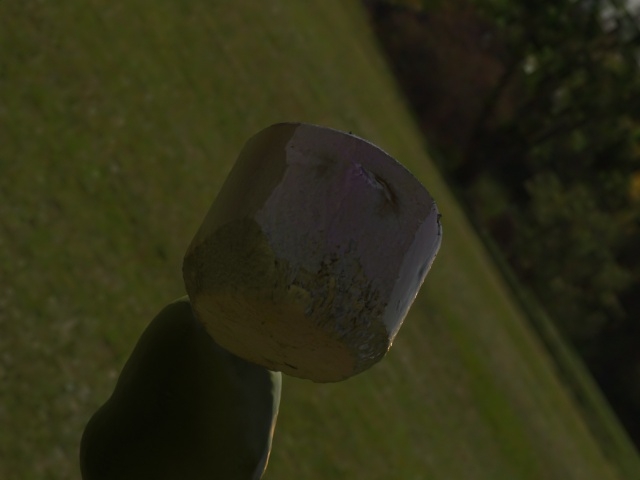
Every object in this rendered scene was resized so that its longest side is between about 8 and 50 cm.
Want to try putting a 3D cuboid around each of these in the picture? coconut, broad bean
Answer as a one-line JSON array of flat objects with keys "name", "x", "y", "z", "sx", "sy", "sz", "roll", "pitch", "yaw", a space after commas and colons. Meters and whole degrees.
[{"name": "coconut", "x": 0.000, "y": 0.000, "z": 1.006, "sx": 0.116, "sy": 0.116, "sz": 0.122, "roll": 52, "pitch": 51, "yaw": -42}, {"name": "broad bean", "x": -0.089, "y": 0.121, "z": 1.264, "sx": 0.082, "sy": 0.174, "sz": 0.124, "roll": -16, "pitch": 60, "yaw": -47}]
